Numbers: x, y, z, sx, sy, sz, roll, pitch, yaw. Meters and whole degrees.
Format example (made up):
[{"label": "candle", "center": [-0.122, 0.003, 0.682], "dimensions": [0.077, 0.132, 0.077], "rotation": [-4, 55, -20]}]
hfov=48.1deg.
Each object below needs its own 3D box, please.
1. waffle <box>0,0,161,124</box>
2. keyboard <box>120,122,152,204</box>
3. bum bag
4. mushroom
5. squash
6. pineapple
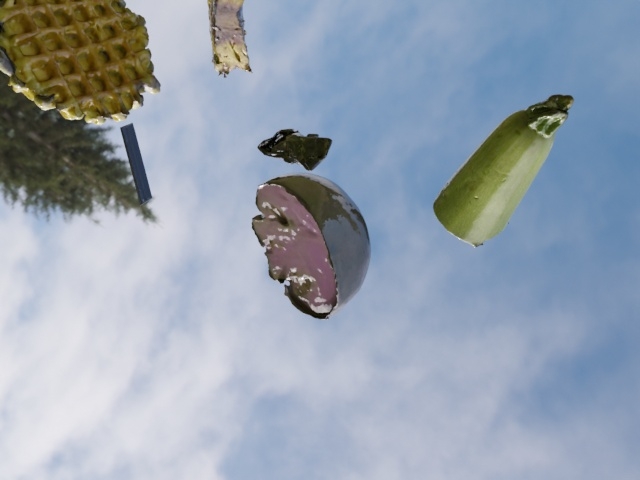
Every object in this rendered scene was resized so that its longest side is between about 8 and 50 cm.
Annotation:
[{"label": "waffle", "center": [-0.429, -0.340, 1.230], "dimensions": [0.062, 0.329, 0.329], "rotation": [-22, -136, 45]}, {"label": "keyboard", "center": [-0.456, -0.189, 1.777], "dimensions": [0.010, 0.198, 0.063], "rotation": [-5, -161, 17]}, {"label": "bum bag", "center": [-0.060, -0.234, 1.803], "dimensions": [0.102, 0.069, 0.248], "rotation": [-30, -144, -27]}, {"label": "mushroom", "center": [0.000, 0.000, 0.903], "dimensions": [0.117, 0.188, 0.141], "rotation": [-21, -165, -26]}, {"label": "squash", "center": [0.308, -0.135, 1.157], "dimensions": [0.287, 0.137, 0.137], "rotation": [-59, -151, 35]}, {"label": "pineapple", "center": [-0.178, -0.444, 1.376], "dimensions": [0.080, 0.233, 0.135], "rotation": [-8, -137, -14]}]
